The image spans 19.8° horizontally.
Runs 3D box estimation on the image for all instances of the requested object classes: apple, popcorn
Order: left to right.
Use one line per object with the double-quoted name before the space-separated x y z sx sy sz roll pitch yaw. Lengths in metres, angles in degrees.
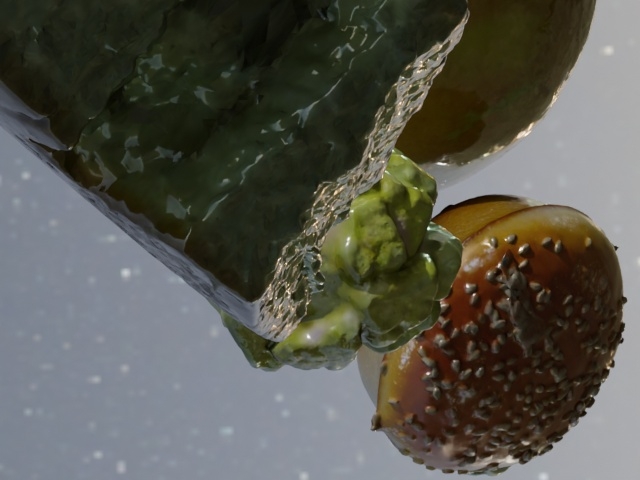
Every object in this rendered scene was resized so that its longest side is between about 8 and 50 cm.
"popcorn" 0.000 0.000 0.944 0.126 0.145 0.126 -10 -50 -36
"apple" 0.016 -0.203 1.410 0.374 0.384 0.374 17 -110 -58

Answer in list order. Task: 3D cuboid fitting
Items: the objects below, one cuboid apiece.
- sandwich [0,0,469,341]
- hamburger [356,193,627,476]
"sandwich" -0.038 -0.055 0.407 0.090 0.088 0.244 -52 -49 -11
"hamburger" 0.127 0.067 1.342 0.237 0.147 0.237 -30 -36 -26
